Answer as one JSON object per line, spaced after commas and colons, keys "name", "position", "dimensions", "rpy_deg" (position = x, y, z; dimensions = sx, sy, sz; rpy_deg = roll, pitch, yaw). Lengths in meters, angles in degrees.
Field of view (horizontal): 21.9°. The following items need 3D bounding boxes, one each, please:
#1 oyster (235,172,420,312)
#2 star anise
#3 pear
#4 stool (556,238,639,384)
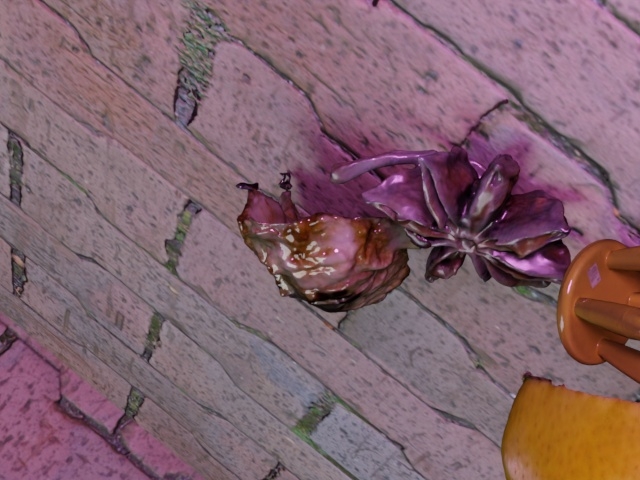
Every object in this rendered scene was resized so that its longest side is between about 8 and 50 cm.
{"name": "oyster", "position": [-0.008, 0.000, 1.705], "dimensions": [0.197, 0.133, 0.337], "rpy_deg": [17, 178, -11]}
{"name": "star anise", "position": [0.130, -0.027, 1.489], "dimensions": [0.231, 0.089, 0.209], "rpy_deg": [37, 148, -7]}
{"name": "pear", "position": [0.336, 0.240, 1.351], "dimensions": [0.386, 0.191, 0.340], "rpy_deg": [10, 175, 36]}
{"name": "stool", "position": [0.273, 0.060, 1.392], "dimensions": [0.135, 0.134, 0.110], "rpy_deg": [-2, -168, -42]}
